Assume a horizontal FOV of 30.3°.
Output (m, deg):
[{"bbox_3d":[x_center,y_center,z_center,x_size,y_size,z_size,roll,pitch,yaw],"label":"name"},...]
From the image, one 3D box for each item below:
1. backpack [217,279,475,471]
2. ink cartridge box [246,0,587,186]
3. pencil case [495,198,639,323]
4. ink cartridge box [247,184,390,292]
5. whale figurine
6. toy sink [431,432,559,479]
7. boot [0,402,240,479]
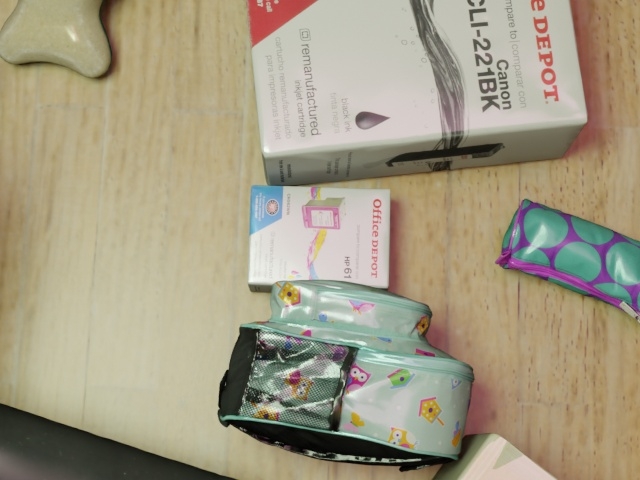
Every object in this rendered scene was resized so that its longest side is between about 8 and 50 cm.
[{"bbox_3d":[0.030,0.109,0.941,0.188,0.166,0.144,18,82,9],"label":"backpack"},{"bbox_3d":[0.077,-0.165,1.018,0.272,0.114,0.197,-6,79,-2],"label":"ink cartridge box"},{"bbox_3d":[0.229,0.021,1.010,0.151,0.064,0.070,22,56,4],"label":"pencil case"},{"bbox_3d":[0.000,0.000,1.020,0.122,0.052,0.089,2,80,-1],"label":"ink cartridge box"},{"bbox_3d":[-0.216,-0.287,1.049,0.216,0.141,0.272,9,104,2],"label":"whale figurine"},{"bbox_3d":[0.107,0.281,0.920,0.131,0.153,0.234,38,81,6],"label":"toy sink"},{"bbox_3d":[-0.219,0.139,0.862,0.445,0.146,0.367,26,104,-7],"label":"boot"}]
